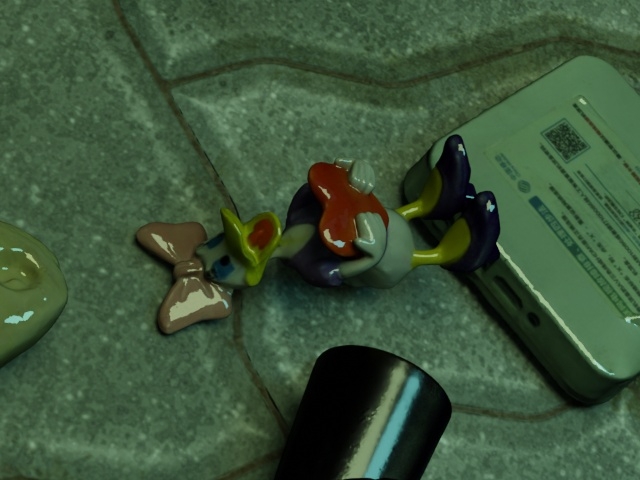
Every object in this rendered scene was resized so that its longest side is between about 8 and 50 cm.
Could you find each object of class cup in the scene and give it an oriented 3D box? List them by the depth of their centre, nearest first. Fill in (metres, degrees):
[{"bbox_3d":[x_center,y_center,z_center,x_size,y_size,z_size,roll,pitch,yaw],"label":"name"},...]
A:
[{"bbox_3d":[0.072,0.252,1.814,0.239,0.166,0.177,29,55,-6],"label":"cup"}]

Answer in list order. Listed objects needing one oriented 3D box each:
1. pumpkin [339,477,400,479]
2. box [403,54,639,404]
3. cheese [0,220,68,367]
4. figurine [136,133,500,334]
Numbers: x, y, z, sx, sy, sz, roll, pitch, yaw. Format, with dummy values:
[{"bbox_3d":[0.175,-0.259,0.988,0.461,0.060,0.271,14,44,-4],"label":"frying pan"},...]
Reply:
[{"bbox_3d":[0.060,0.385,1.613,0.295,0.296,0.296,13,56,-19],"label":"pumpkin"},{"bbox_3d":[0.353,-0.023,2.162,0.396,0.111,0.396,-31,77,-36],"label":"box"},{"bbox_3d":[-0.447,0.020,1.718,0.328,0.129,0.351,-22,74,-33],"label":"cheese"},{"bbox_3d":[0.005,-0.003,1.929,0.420,0.193,0.154,-6,62,-20],"label":"figurine"}]
